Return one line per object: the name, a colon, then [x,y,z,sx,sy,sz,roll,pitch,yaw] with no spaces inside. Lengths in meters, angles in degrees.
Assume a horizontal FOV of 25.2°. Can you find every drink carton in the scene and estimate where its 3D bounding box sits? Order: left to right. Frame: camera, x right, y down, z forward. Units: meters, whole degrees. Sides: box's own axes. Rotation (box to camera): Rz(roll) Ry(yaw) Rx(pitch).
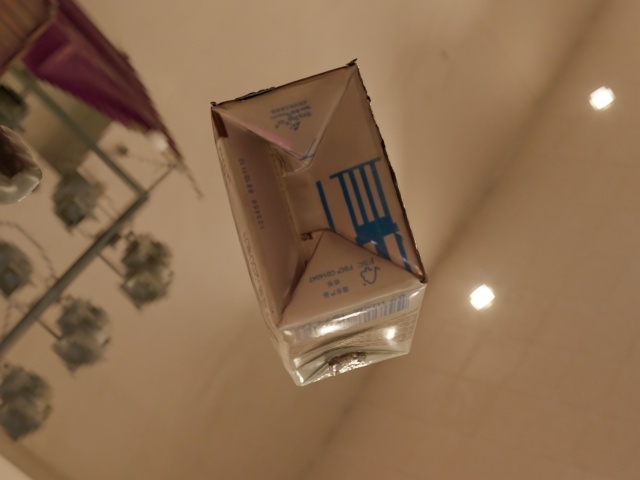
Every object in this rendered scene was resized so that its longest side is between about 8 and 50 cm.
drink carton: [0.000,0.000,1.238,0.132,0.324,0.194,-15,-104,-2]

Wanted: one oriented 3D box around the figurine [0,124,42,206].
figurine: [-0.310,-0.143,0.833,0.167,0.342,0.285,-12,-155,18]
